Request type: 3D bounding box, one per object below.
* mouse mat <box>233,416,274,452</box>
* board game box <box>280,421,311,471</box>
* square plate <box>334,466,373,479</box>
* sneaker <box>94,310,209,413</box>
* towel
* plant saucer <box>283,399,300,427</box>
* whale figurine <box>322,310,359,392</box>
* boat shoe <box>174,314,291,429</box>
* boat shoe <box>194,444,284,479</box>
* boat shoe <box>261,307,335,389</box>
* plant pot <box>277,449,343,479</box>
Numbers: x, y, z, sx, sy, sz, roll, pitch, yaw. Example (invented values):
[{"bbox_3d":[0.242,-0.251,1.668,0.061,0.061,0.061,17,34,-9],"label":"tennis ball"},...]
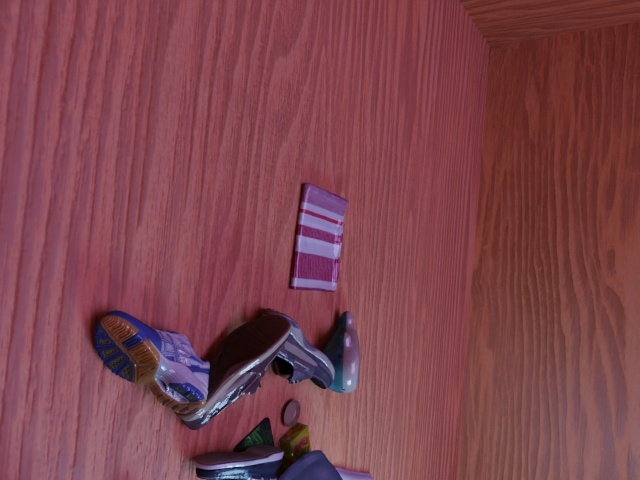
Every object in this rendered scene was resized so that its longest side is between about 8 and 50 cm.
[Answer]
[{"bbox_3d":[-0.180,0.620,1.334,0.153,0.007,0.189,-31,117,-50],"label":"mouse mat"},{"bbox_3d":[-0.071,0.675,1.465,0.092,0.043,0.181,-26,115,-52],"label":"board game box"},{"bbox_3d":[0.092,1.040,1.740,0.347,0.049,0.344,44,59,-49],"label":"square plate"},{"bbox_3d":[-0.345,0.235,0.987,0.296,0.112,0.131,58,18,-31],"label":"sneaker"},{"bbox_3d":[0.000,0.000,1.508,0.237,0.037,0.328,13,83,-55],"label":"towel"},{"bbox_3d":[-0.091,0.531,1.445,0.083,0.015,0.083,-8,99,-56],"label":"plant saucer"},{"bbox_3d":[0.061,0.372,1.576,0.216,0.141,0.272,83,8,-49],"label":"whale figurine"},{"bbox_3d":[-0.201,0.323,1.156,0.342,0.123,0.123,-42,138,-31],"label":"boat shoe"},{"bbox_3d":[-0.200,0.589,1.199,0.303,0.114,0.091,24,71,-49],"label":"boat shoe"},{"bbox_3d":[-0.085,0.340,1.358,0.130,0.132,0.355,-54,127,-25],"label":"boat shoe"},{"bbox_3d":[-0.022,0.780,1.327,0.293,0.196,0.293,-33,139,-35],"label":"plant pot"}]
